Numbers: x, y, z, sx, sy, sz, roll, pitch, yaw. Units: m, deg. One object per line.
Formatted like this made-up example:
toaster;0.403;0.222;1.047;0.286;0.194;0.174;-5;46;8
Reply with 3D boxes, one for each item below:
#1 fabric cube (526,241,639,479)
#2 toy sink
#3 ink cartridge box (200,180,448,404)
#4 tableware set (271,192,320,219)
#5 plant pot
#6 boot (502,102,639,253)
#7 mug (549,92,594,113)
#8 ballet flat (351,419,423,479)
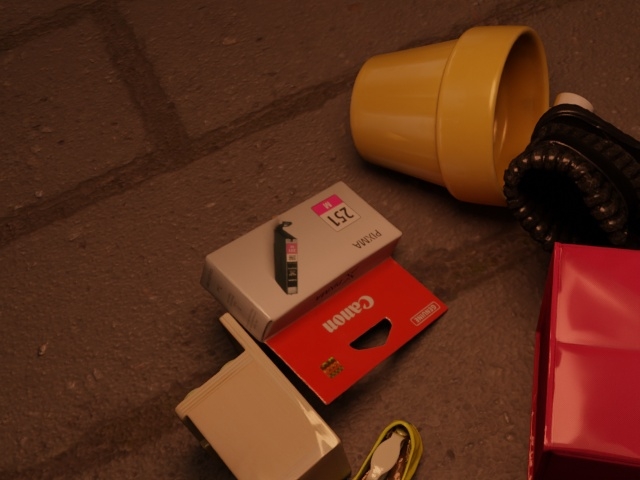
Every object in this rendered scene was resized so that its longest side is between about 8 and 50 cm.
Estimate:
fabric cube;0.385;0.180;1.020;0.258;0.254;0.259;6;62;10
toy sink;-0.088;0.234;1.112;0.131;0.153;0.234;-38;63;-13
ink cartridge box;0.018;0.058;1.177;0.239;0.060;0.275;41;48;20
tableware set;0.000;0.000;1.311;0.141;0.020;0.168;-13;58;-1
plant pot;0.183;-0.187;1.278;0.239;0.254;0.254;9;61;29
boot;0.404;-0.039;1.126;0.348;0.131;0.260;26;28;7
mug;0.377;-0.182;1.352;0.062;0.078;0.064;32;75;-12
ballet flat;0.057;0.322;1.084;0.077;0.077;0.231;25;66;18
